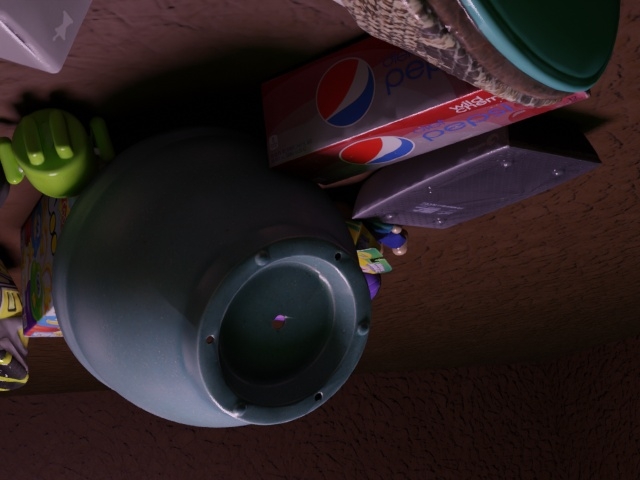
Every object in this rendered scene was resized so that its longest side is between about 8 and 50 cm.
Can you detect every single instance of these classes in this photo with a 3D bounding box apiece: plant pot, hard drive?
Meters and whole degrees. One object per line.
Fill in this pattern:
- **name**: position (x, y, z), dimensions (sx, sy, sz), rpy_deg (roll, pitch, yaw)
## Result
- **plant pot**: position (-0.076, 0.052, 0.821), dimensions (0.293, 0.293, 0.196), rpy_deg (5, -168, -34)
- **hard drive**: position (0.170, -0.074, 1.016), dimensions (0.172, 0.054, 0.255), rpy_deg (5, 162, -36)

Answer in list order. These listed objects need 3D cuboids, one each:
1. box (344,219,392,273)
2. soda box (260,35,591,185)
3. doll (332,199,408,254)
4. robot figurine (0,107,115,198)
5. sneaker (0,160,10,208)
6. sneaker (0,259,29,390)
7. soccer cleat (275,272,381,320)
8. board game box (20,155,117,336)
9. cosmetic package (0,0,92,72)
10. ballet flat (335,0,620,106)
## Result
- **box**: position (0.000, 0.000, 1.121), dimensions (0.179, 0.043, 0.105), rpy_deg (12, 166, 21)
- **soda box**: position (0.079, -0.126, 0.737), dimensions (0.263, 0.083, 0.092), rpy_deg (-17, 162, 32)
- **doll**: position (0.053, -0.014, 1.200), dimensions (0.129, 0.046, 0.189), rpy_deg (-5, 166, 23)
- **robot figurine**: position (-0.243, -0.078, 0.812), dimensions (0.101, 0.067, 0.115), rpy_deg (-16, 166, -8)
- **sneaker**: position (-0.438, -0.036, 0.851), dimensions (0.267, 0.101, 0.106), rpy_deg (-24, 150, 10)
- **sneaker**: position (-0.473, 0.054, 1.099), dimensions (0.145, 0.147, 0.384), rpy_deg (-4, 146, 0)
- **soccer cleat**: position (-0.063, 0.070, 1.362), dimensions (0.318, 0.108, 0.116), rpy_deg (-4, 161, 1)
- **board game box**: position (-0.247, 0.018, 1.016), dimensions (0.144, 0.142, 0.275), rpy_deg (2, 163, -28)
- **cosmetic package**: position (-0.200, -0.155, 0.319), dimensions (0.238, 0.107, 0.127), rpy_deg (16, 169, 11)
- **ballet flat**: position (-0.004, -0.201, 0.365), dimensions (0.182, 0.164, 0.483), rpy_deg (10, 170, 30)
